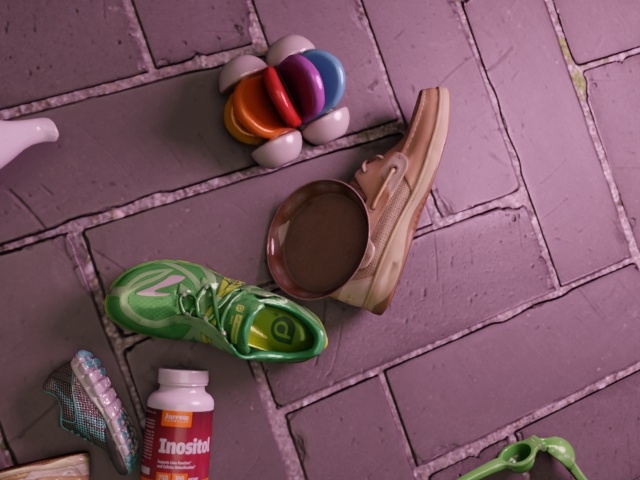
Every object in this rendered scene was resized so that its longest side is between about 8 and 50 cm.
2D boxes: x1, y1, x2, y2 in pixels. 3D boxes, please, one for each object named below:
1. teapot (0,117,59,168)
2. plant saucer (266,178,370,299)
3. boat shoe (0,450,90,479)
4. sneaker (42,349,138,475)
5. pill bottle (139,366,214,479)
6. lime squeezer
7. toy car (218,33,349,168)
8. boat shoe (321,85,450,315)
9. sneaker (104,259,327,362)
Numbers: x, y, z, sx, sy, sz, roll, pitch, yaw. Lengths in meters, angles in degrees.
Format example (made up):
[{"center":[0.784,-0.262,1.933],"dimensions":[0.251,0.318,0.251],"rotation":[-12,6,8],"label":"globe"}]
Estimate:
[{"center":[-0.490,-0.127,0.783],"dimensions":[0.252,0.187,0.256],"rotation":[-32,116,15],"label":"teapot"},{"center":[0.000,0.000,0.943],"dimensions":[0.029,0.168,0.169],"rotation":[22,75,-54],"label":"plant saucer"},{"center":[-0.350,0.293,0.846],"dimensions":[0.135,0.050,0.045],"rotation":[-8,82,-17],"label":"boat shoe"},{"center":[-0.289,0.225,0.875],"dimensions":[0.076,0.065,0.167],"rotation":[-27,89,-1],"label":"sneaker"},{"center":[-0.181,0.240,0.883],"dimensions":[0.086,0.086,0.152],"rotation":[5,83,-16],"label":"pill bottle"},{"center":[0.315,0.346,1.048],"dimensions":[0.310,0.059,0.110],"rotation":[8,112,-17],"label":"lime squeezer"},{"center":[-0.042,-0.198,0.942],"dimensions":[0.182,0.136,0.159],"rotation":[-28,92,-17],"label":"toy car"},{"center":[0.095,-0.072,0.978],"dimensions":[0.110,0.122,0.341],"rotation":[19,79,4],"label":"boat shoe"},{"center":[-0.125,0.091,0.895],"dimensions":[0.295,0.123,0.110],"rotation":[14,81,-14],"label":"sneaker"}]
